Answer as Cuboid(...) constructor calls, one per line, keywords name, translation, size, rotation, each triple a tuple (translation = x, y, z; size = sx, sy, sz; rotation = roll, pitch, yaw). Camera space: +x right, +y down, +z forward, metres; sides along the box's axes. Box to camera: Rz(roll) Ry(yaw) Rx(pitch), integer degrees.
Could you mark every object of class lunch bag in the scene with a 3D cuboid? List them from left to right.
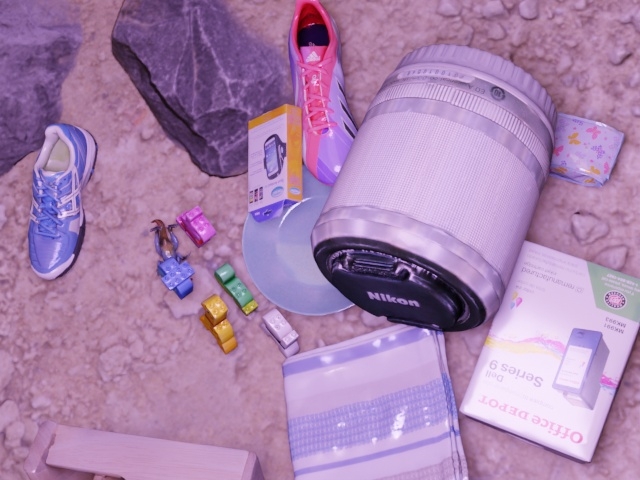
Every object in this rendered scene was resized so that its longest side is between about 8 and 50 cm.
Cuboid(name="lunch bag", translation=(0.311, -0.104, 1.313), size=(0.083, 0.053, 0.071), rotation=(17, 79, 26))

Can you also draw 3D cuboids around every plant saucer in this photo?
Cuboid(name="plant saucer", translation=(0.000, 0.000, 1.369), size=(0.195, 0.037, 0.194), rotation=(-3, 76, 12))

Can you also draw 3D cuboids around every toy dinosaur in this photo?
Cuboid(name="toy dinosaur", translation=(-0.188, 0.020, 1.417), size=(0.047, 0.090, 0.082), rotation=(-12, 109, -3))

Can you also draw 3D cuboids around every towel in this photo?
Cuboid(name="towel", translation=(0.060, 0.236, 1.255), size=(0.209, 0.034, 0.285), rotation=(-17, 58, 17))

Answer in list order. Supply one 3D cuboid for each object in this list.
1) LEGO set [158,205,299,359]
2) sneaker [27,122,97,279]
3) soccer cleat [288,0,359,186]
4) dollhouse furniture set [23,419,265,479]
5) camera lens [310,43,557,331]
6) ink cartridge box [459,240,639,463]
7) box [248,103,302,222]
Cuboid(name="LEGO set", translation=(-0.123, 0.060, 1.327), size=(0.087, 0.093, 0.227), rotation=(-37, 80, -17))
Cuboid(name="sneaker", translation=(-0.351, -0.054, 1.441), size=(0.080, 0.081, 0.211), rotation=(2, 79, 12))
Cuboid(name="soccer cleat", translation=(-0.001, -0.185, 1.362), size=(0.083, 0.095, 0.248), rotation=(-10, 63, 7))
Cuboid(name="dollhouse furniture set", translation=(-0.226, 0.416, 1.171), size=(0.257, 0.362, 0.394), rotation=(5, 51, 13))
Cuboid(name="camera lens", translation=(0.129, -0.051, 1.234), size=(0.219, 0.219, 0.274), rotation=(17, 67, 16))
Cuboid(name="ink cartridge box", translation=(0.267, 0.127, 1.248), size=(0.154, 0.093, 0.212), rotation=(21, 84, 16))
Cuboid(name="box", translation=(-0.056, -0.090, 1.348), size=(0.081, 0.028, 0.136), rotation=(-16, 72, 50))
